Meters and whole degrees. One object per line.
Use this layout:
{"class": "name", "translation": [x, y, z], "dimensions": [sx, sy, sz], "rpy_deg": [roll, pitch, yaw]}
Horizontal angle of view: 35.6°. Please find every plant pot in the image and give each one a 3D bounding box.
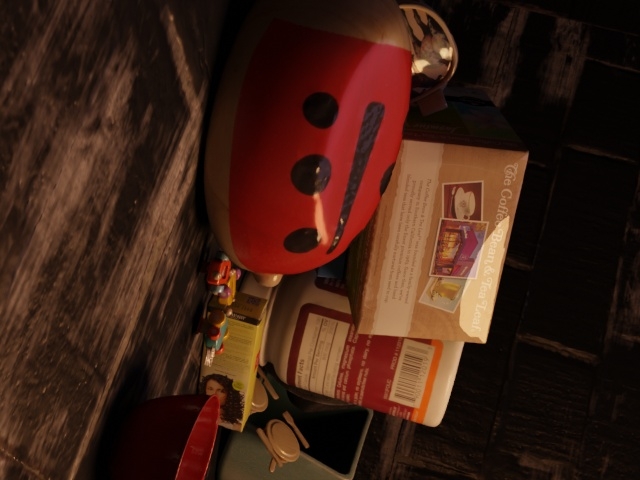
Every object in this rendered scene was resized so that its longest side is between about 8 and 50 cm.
{"class": "plant pot", "translation": [-0.074, 0.434, 2.018], "dimensions": [0.252, 0.247, 0.248], "rpy_deg": [-61, 180, 29]}

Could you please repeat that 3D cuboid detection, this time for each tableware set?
{"class": "tableware set", "translation": [-0.109, 0.328, 1.828], "dimensions": [0.039, 0.194, 0.128], "rpy_deg": [-37, 170, 23]}

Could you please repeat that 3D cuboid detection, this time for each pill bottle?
{"class": "pill bottle", "translation": [0.049, 0.170, 1.760], "dimensions": [0.224, 0.392, 0.224], "rpy_deg": [16, 90, -82]}

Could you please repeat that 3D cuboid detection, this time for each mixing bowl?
{"class": "mixing bowl", "translation": [-0.200, 0.265, 1.233], "dimensions": [0.181, 0.098, 0.182], "rpy_deg": [16, 90, -82]}

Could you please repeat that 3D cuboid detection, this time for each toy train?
{"class": "toy train", "translation": [-0.157, 0.090, 1.427], "dimensions": [0.125, 0.046, 0.166], "rpy_deg": [-34, 135, -77]}

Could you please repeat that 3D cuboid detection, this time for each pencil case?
{"class": "pencil case", "translation": [0.106, -0.346, 1.624], "dimensions": [0.410, 0.159, 0.184], "rpy_deg": [-102, 176, -63]}

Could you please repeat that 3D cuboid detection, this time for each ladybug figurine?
{"class": "ladybug figurine", "translation": [0.000, -0.144, 1.306], "dimensions": [0.305, 0.161, 0.450], "rpy_deg": [-5, 114, -49]}

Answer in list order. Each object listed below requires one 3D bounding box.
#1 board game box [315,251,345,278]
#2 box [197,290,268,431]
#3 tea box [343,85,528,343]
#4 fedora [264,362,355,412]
{"class": "board game box", "translation": [0.016, -0.036, 1.743], "dimensions": [0.210, 0.047, 0.160], "rpy_deg": [-112, -152, -78]}
{"class": "box", "translation": [-0.142, 0.190, 1.572], "dimensions": [0.058, 0.087, 0.232], "rpy_deg": [-63, 165, -58]}
{"class": "tea box", "translation": [0.167, -0.057, 1.620], "dimensions": [0.323, 0.219, 0.329], "rpy_deg": [-102, -162, -65]}
{"class": "fedora", "translation": [0.035, 0.239, 1.969], "dimensions": [0.334, 0.333, 0.153], "rpy_deg": [-66, 168, -49]}
